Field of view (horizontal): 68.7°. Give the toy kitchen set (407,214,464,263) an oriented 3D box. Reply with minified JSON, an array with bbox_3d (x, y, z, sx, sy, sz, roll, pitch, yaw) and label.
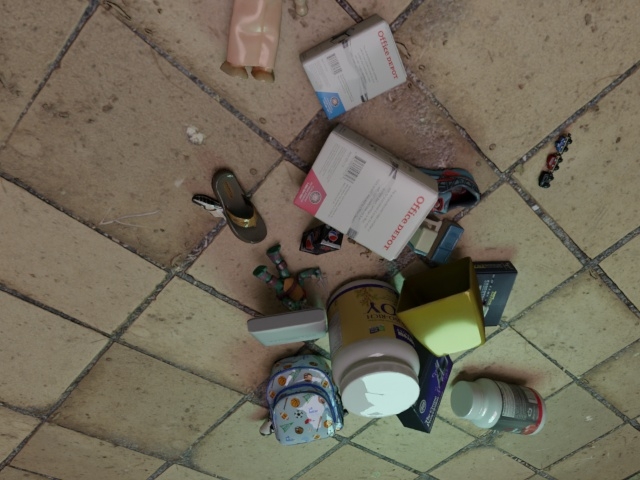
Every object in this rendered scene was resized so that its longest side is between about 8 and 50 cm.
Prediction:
[{"bbox_3d":[0.298,0.013,1.249,0.207,0.166,0.122,16,112,-23],"label":"toy kitchen set"}]

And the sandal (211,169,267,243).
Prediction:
[{"bbox_3d":[-0.195,-0.079,1.176,0.090,0.060,0.219,-40,124,-29],"label":"sandal"}]

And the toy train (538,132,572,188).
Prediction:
[{"bbox_3d":[0.620,-0.211,1.245,0.036,0.027,0.158,10,124,-2],"label":"toy train"}]

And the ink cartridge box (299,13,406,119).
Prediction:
[{"bbox_3d":[0.070,-0.374,1.014,0.190,0.082,0.139,-25,125,8],"label":"ink cartridge box"}]

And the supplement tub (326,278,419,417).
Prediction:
[{"bbox_3d":[0.144,0.298,1.331,0.241,0.331,0.241,-2,128,-3],"label":"supplement tub"}]

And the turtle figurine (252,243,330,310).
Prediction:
[{"bbox_3d":[-0.078,0.132,1.311,0.118,0.175,0.234,-27,118,32],"label":"turtle figurine"}]

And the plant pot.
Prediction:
[{"bbox_3d":[0.358,0.199,1.319,0.212,0.212,0.187,-23,103,25],"label":"plant pot"}]

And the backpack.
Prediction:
[{"bbox_3d":[-0.060,0.515,1.528,0.276,0.213,0.263,-14,96,-2],"label":"backpack"}]

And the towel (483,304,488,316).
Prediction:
[{"bbox_3d":[0.434,0.236,1.461,0.152,0.023,0.113,7,122,-7],"label":"towel"}]

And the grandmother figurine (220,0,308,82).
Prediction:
[{"bbox_3d":[-0.119,-0.491,0.903,0.208,0.104,0.342,-7,127,-38],"label":"grandmother figurine"}]

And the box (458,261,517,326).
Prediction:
[{"bbox_3d":[0.492,0.173,1.471,0.183,0.059,0.233,-1,125,-8],"label":"box"}]

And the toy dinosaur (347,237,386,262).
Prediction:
[{"bbox_3d":[0.171,0.010,1.315,0.183,0.053,0.092,-11,124,0],"label":"toy dinosaur"}]

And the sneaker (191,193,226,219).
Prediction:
[{"bbox_3d":[-0.277,-0.082,1.192,0.109,0.040,0.044,21,121,-21],"label":"sneaker"}]

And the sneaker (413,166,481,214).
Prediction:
[{"bbox_3d":[0.284,-0.123,1.194,0.262,0.125,0.104,-6,125,-4],"label":"sneaker"}]

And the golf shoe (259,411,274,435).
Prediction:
[{"bbox_3d":[-0.162,0.621,1.686,0.198,0.077,0.094,-43,109,12],"label":"golf shoe"}]

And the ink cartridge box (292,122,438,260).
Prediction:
[{"bbox_3d":[0.108,-0.115,1.124,0.283,0.117,0.207,30,117,-2],"label":"ink cartridge box"}]

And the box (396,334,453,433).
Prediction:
[{"bbox_3d":[0.324,0.452,1.516,0.103,0.261,0.184,-2,135,41],"label":"box"}]

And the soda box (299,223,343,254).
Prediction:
[{"bbox_3d":[0.000,0.000,1.219,0.060,0.169,0.053,16,77,-18],"label":"soda box"}]

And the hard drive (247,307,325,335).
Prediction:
[{"bbox_3d":[-0.086,0.256,1.352,0.203,0.040,0.307,-9,160,-2],"label":"hard drive"}]

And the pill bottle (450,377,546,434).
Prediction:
[{"bbox_3d":[0.648,0.606,1.725,0.318,0.176,0.176,16,121,-18],"label":"pill bottle"}]
